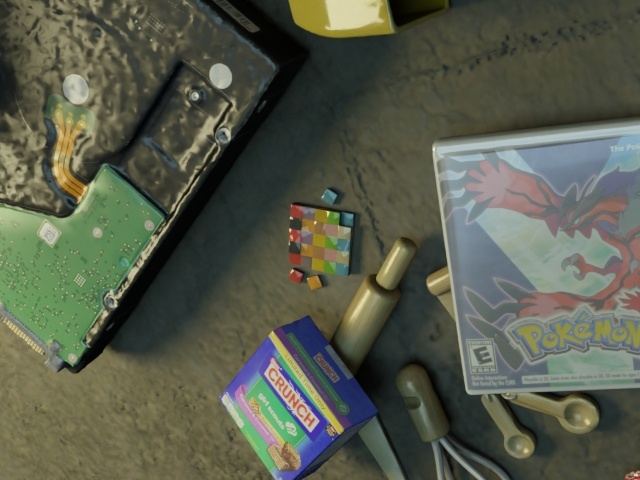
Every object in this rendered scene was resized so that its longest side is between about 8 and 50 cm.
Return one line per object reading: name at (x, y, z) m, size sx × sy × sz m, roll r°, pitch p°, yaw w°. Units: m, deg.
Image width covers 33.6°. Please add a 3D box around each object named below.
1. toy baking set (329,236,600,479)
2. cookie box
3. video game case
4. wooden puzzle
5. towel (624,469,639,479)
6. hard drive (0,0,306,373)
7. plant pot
toy baking set at (0.088, 0.122, 0.788) m, size 0.196 × 0.030 × 0.256 m, roll 36°, pitch 119°, yaw 7°
cookie box at (-0.019, 0.123, 0.801) m, size 0.092 × 0.040 × 0.107 m, roll 53°, pitch 136°, yaw 16°
video game case at (0.184, 0.012, 0.698) m, size 0.201 × 0.023 × 0.184 m, roll -5°, pitch 107°, yaw 17°
wooden puzzle at (0.000, 0.000, 0.793) m, size 0.049 × 0.006 × 0.083 m, roll 11°, pitch 113°, yaw 19°
towel at (0.365, 0.231, 0.714) m, size 0.199 × 0.031 × 0.275 m, roll -36°, pitch 91°, yaw 31°
hard drive at (-0.193, -0.083, 0.811) m, size 0.237 × 0.064 × 0.339 m, roll 40°, pitch 118°, yaw 5°
plant pot at (0.022, -0.173, 0.680) m, size 0.083 × 0.081 × 0.082 m, roll -4°, pitch 108°, yaw 35°
